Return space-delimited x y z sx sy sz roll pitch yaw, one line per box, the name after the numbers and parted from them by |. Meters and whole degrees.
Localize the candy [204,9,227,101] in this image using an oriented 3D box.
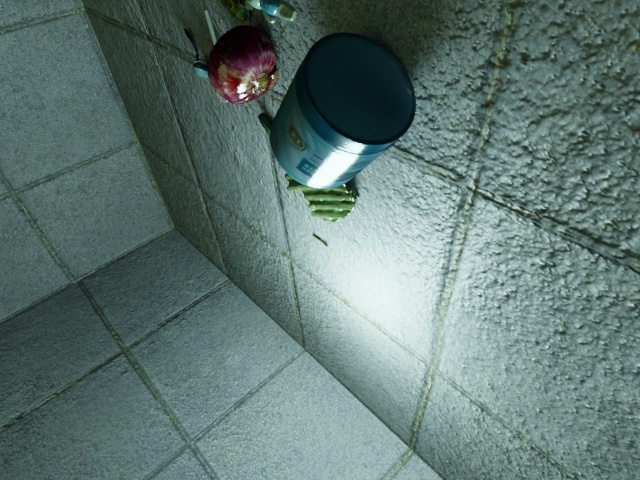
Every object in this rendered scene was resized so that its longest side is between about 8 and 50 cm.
-0.431 -0.774 1.799 0.124 0.124 0.364 18 128 50 | candy

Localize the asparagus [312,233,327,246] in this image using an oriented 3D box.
0.000 0.000 2.056 0.114 0.015 0.014 35 145 35 | asparagus

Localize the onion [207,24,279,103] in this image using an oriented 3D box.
-0.298 -0.658 1.563 0.273 0.256 0.230 24 161 10 | onion

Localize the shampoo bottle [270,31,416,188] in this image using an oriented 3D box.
0.047 -0.357 1.245 0.331 0.331 0.343 56 154 -1 | shampoo bottle

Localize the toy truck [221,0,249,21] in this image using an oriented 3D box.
-0.312 -0.848 1.543 0.111 0.077 0.076 53 153 4 | toy truck

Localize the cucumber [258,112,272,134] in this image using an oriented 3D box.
-0.233 -0.511 1.829 0.105 0.048 0.048 55 153 5 | cucumber

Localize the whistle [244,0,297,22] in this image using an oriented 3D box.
-0.171 -0.785 1.394 0.236 0.077 0.113 40 125 23 | whistle

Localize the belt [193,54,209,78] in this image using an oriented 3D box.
-0.492 -0.775 1.934 0.179 0.100 0.065 27 143 18 | belt

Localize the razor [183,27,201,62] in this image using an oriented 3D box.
-0.596 -0.911 1.978 0.044 0.028 0.154 13 133 42 | razor

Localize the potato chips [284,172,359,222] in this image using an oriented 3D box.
-0.005 -0.242 1.710 0.373 0.097 0.389 55 154 -2 | potato chips
